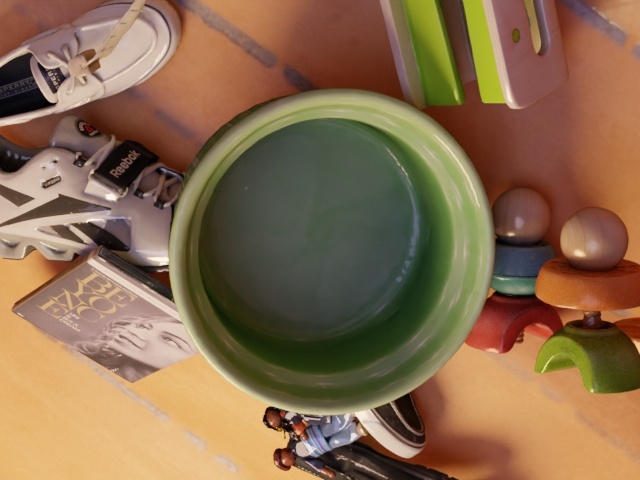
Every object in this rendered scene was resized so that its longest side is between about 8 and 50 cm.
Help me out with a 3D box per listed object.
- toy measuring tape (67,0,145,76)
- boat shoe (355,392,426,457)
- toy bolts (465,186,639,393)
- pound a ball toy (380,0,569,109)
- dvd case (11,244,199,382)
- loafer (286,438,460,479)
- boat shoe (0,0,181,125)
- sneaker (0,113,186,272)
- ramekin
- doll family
[{"bbox_3d":[-0.168,-0.309,1.299,0.121,0.121,0.330,39,109,-4],"label":"toy measuring tape"},{"bbox_3d":[0.056,0.131,1.464,0.070,0.078,0.219,-31,100,24],"label":"boat shoe"},{"bbox_3d":[0.255,0.033,1.330,0.228,0.218,0.158,15,108,53],"label":"toy bolts"},{"bbox_3d":[0.097,-0.285,1.257,0.208,0.136,0.319,4,117,42],"label":"pound a ball toy"},{"bbox_3d":[-0.215,0.085,1.476,0.164,0.018,0.221,34,146,-21],"label":"dvd case"},{"bbox_3d":[0.056,0.269,1.502,0.223,0.078,0.076,17,158,24],"label":"loafer"},{"bbox_3d":[-0.260,-0.170,1.415,0.258,0.084,0.095,-23,105,24],"label":"boat shoe"},{"bbox_3d":[-0.220,-0.054,1.434,0.331,0.122,0.146,2,116,14],"label":"sneaker"},{"bbox_3d":[0.000,0.000,1.325,0.304,0.148,0.303,-2,102,-12],"label":"ramekin"},{"bbox_3d":[-0.033,0.165,1.486,0.111,0.076,0.193,-30,74,14],"label":"doll family"}]
